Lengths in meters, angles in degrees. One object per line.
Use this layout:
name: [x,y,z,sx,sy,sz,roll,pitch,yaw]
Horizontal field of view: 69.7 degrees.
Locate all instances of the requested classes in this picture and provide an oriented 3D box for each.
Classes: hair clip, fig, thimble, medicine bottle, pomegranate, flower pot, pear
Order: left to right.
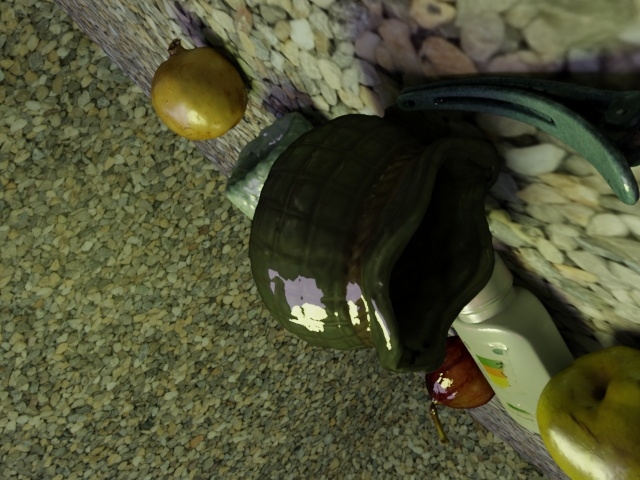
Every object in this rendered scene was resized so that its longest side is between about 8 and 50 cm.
pomegranate: [-0.243,-0.299,0.909,0.196,0.196,0.196,42,172,7]
thimble: [-0.062,-0.115,0.870,0.172,0.205,0.250,40,157,-24]
flower pot: [0.074,-0.007,0.545,0.213,0.302,0.302,20,160,36]
fig: [0.360,0.394,1.281,0.204,0.249,0.186,46,-178,-13]
hair clip: [0.158,-0.107,0.385,0.048,0.083,0.275,42,-179,-33]
medicine bottle: [0.297,0.161,0.719,0.296,0.111,0.161,58,159,-14]
pear: [0.383,0.236,0.567,0.200,0.200,0.200,42,172,7]

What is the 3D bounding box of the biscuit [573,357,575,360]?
biscuit: [0.369,0.185,0.885,0.202,0.044,0.288,51,168,-20]
